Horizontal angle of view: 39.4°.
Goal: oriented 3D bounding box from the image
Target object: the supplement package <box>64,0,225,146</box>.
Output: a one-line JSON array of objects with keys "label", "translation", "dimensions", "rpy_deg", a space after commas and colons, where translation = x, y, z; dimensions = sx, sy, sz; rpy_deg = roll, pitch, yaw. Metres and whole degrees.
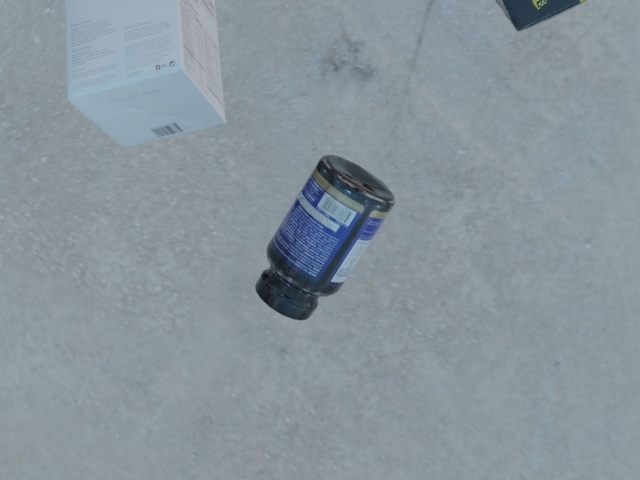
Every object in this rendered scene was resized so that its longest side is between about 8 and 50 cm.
[{"label": "supplement package", "translation": [-0.292, -0.330, 1.498], "dimensions": [0.199, 0.198, 0.262], "rpy_deg": [-11, 70, 12]}]

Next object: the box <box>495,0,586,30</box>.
[{"label": "box", "translation": [0.155, -0.388, 0.903], "dimensions": [0.079, 0.257, 0.322], "rpy_deg": [-24, 108, 16]}]

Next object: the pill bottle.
[{"label": "pill bottle", "translation": [0.000, 0.000, 1.259], "dimensions": [0.123, 0.122, 0.219], "rpy_deg": [24, 110, -24]}]
